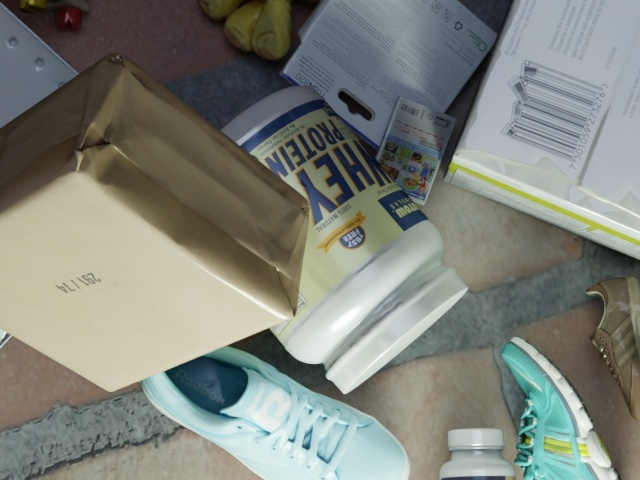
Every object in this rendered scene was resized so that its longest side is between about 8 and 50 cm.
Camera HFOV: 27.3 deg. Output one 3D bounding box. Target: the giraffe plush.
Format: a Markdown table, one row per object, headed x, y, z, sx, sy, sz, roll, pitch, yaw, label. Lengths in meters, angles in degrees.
| x | y | z | sx | sy | sz | roll | pitch | yaw | label |
| --- | --- | --- | --- | --- | --- | --- | --- | --- | --- |
| -0.041 | -0.361 | 1.741 | 0.170 | 0.210 | 0.181 | -32 | 73 | -39 | giraffe plush |

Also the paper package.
| x | y | z | sx | sy | sz | roll | pitch | yaw | label |
| --- | --- | --- | --- | --- | --- | --- | --- | --- | --- |
| -0.222 | -0.004 | 1.421 | 0.309 | 0.325 | 0.168 | 37 | 47 | -30 | paper package |

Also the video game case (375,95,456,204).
| x | y | z | sx | sy | sz | roll | pitch | yaw | label |
| --- | --- | --- | --- | --- | --- | --- | --- | --- | --- |
| 0.118 | -0.116 | 1.714 | 0.087 | 0.011 | 0.122 | 19 | 93 | -22 | video game case |

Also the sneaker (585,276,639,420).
| x | y | z | sx | sy | sz | roll | pitch | yaw | label |
| --- | --- | --- | --- | --- | --- | --- | --- | --- | --- |
| 0.383 | 0.141 | 1.684 | 0.071 | 0.066 | 0.188 | -6 | 71 | 13 | sneaker |

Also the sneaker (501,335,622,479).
| x | y | z | sx | sy | sz | roll | pitch | yaw | label |
| --- | --- | --- | --- | --- | --- | --- | --- | --- | --- |
| 0.288 | 0.249 | 1.629 | 0.110 | 0.107 | 0.275 | -25 | 78 | 2 | sneaker |

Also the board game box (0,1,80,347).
| x | y | z | sx | sy | sz | roll | pitch | yaw | label |
| --- | --- | --- | --- | --- | --- | --- | --- | --- | --- |
| -0.451 | -0.091 | 1.594 | 0.390 | 0.050 | 0.390 | 43 | 98 | -10 | board game box |

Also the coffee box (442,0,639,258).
| x | y | z | sx | sy | sz | roll | pitch | yaw | label |
| --- | --- | --- | --- | --- | --- | --- | --- | --- | --- |
| 0.366 | -0.174 | 1.583 | 0.338 | 0.334 | 0.337 | 22 | 90 | 4 | coffee box |

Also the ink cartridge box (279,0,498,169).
| x | y | z | sx | sy | sz | roll | pitch | yaw | label |
| --- | --- | --- | --- | --- | --- | --- | --- | --- | --- |
| 0.086 | -0.243 | 1.710 | 0.223 | 0.045 | 0.224 | 37 | 87 | -21 | ink cartridge box |

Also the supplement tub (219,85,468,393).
| x | y | z | sx | sy | sz | roll | pitch | yaw | label |
| --- | --- | --- | --- | --- | --- | --- | --- | --- | --- |
| 0.000 | 0.000 | 1.606 | 0.235 | 0.235 | 0.325 | -39 | 81 | -10 | supplement tub |

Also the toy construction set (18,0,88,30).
| x | y | z | sx | sy | sz | roll | pitch | yaw | label |
| --- | --- | --- | --- | --- | --- | --- | --- | --- | --- |
| -0.416 | -0.388 | 1.682 | 0.257 | 0.237 | 0.309 | 24 | 76 | 4 | toy construction set |

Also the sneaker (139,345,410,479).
| x | y | z | sx | sy | sz | roll | pitch | yaw | label |
| --- | --- | --- | --- | --- | --- | --- | --- | --- | --- |
| -0.061 | 0.221 | 1.594 | 0.366 | 0.150 | 0.135 | 21 | 78 | 3 | sneaker |

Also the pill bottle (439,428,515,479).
| x | y | z | sx | sy | sz | roll | pitch | yaw | label |
| --- | --- | --- | --- | --- | --- | --- | --- | --- | --- |
| 0.193 | 0.318 | 1.609 | 0.094 | 0.094 | 0.169 | 0 | 77 | -2 | pill bottle |
